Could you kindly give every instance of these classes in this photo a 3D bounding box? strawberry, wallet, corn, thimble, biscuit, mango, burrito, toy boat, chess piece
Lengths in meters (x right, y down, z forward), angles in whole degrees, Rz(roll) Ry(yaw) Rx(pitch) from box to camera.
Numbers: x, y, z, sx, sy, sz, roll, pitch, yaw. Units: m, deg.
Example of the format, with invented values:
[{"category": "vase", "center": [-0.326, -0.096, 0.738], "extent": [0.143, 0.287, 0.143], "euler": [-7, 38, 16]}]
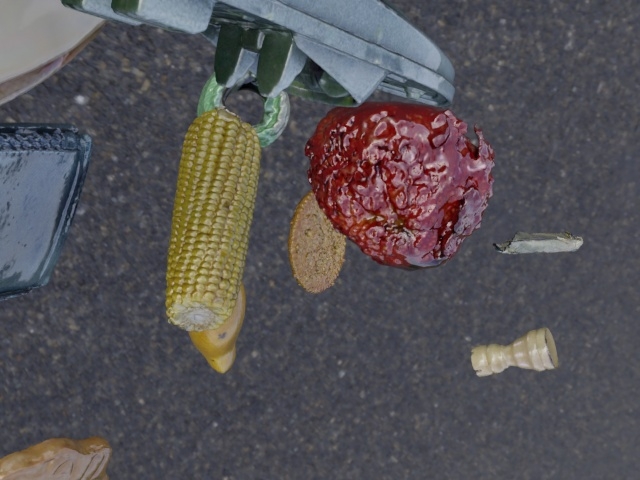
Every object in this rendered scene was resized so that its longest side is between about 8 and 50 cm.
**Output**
[{"category": "strawberry", "center": [0.111, -0.071, 1.091], "extent": [0.274, 0.274, 0.220], "euler": [43, 50, -42]}, {"category": "wallet", "center": [-0.417, -0.024, 0.883], "extent": [0.342, 0.075, 0.237], "euler": [-20, 133, -67]}, {"category": "corn", "center": [-0.179, -0.044, 1.288], "extent": [0.144, 0.144, 0.387], "euler": [23, 61, -42]}, {"category": "thimble", "center": [-0.181, -0.324, 1.833], "extent": [0.219, 0.150, 0.219], "euler": [-1, 94, -19]}, {"category": "biscuit", "center": [0.000, 0.000, 1.791], "extent": [0.254, 0.035, 0.254], "euler": [-10, 101, -59]}, {"category": "mango", "center": [-0.207, 0.144, 1.465], "extent": [0.109, 0.157, 0.262], "euler": [-8, 130, -22]}, {"category": "burrito", "center": [0.393, 0.004, 1.376], "extent": [0.171, 0.051, 0.042], "euler": [0, 96, -20]}, {"category": "toy boat", "center": [-0.007, -0.137, 0.528], "extent": [0.319, 0.141, 0.092], "euler": [8, 100, -45]}, {"category": "biscuit", "center": [-0.575, 0.526, 1.470], "extent": [0.385, 0.062, 0.365], "euler": [-13, 138, -46]}, {"category": "chess piece", "center": [0.295, 0.175, 1.172], "extent": [0.066, 0.122, 0.066], "euler": [43, 39, -49]}]

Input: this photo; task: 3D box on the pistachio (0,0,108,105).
[{"category": "pistachio", "center": [-0.372, -0.272, 0.652], "extent": [0.445, 0.281, 0.365], "euler": [-33, 87, -33]}]
